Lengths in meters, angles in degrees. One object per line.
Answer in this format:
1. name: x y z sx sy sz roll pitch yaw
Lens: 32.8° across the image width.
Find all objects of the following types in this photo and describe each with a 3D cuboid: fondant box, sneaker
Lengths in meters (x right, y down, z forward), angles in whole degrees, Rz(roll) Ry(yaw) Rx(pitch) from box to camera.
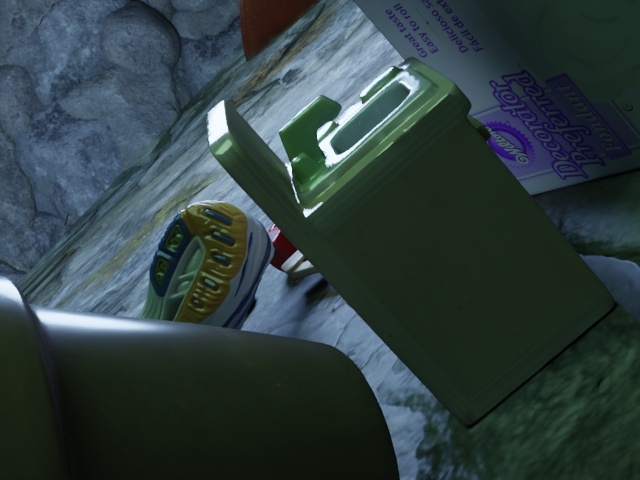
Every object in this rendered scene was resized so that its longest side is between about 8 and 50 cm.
1. fondant box: 0.192 -0.167 0.716 0.096 0.238 0.330 -52 18 -26
2. sneaker: -0.135 0.105 1.057 0.296 0.112 0.131 -56 -21 5

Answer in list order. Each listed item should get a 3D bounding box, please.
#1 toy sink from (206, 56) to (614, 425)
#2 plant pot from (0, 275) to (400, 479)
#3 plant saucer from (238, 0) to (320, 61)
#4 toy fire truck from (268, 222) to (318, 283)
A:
1. toy sink: 0.054 -0.028 0.693 0.131 0.234 0.153 -41 15 5
2. plant pot: -0.089 0.143 0.561 0.229 0.263 0.263 -4 1 -24
3. plant saucer: 0.041 -0.257 0.787 0.259 0.048 0.258 -38 16 18
4. toy fire truck: 0.000 0.000 1.082 0.192 0.047 0.135 -28 23 43
